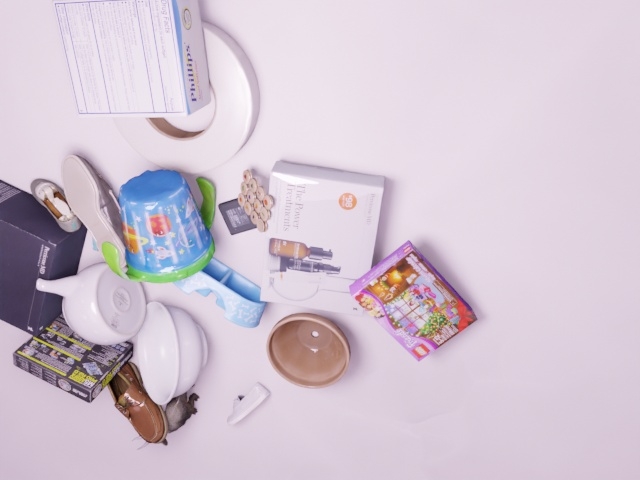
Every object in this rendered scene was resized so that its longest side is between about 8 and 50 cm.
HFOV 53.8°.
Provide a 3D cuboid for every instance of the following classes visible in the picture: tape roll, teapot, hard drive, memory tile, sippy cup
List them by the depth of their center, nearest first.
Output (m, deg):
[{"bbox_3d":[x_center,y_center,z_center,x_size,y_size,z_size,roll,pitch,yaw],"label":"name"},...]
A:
[{"bbox_3d":[-0.347,-0.361,1.586,0.392,0.072,0.392,5,116,10],"label":"tape roll"},{"bbox_3d":[-0.400,-0.049,1.593,0.240,0.305,0.224,-3,127,2],"label":"sippy cup"},{"bbox_3d":[-0.169,-0.101,1.614,0.148,0.012,0.113,50,137,34],"label":"memory tile"},{"bbox_3d":[-0.199,-0.074,1.709,0.135,0.022,0.094,-15,110,19],"label":"hard drive"},{"bbox_3d":[-0.633,0.189,1.794,0.187,0.252,0.256,-16,95,22],"label":"teapot"}]

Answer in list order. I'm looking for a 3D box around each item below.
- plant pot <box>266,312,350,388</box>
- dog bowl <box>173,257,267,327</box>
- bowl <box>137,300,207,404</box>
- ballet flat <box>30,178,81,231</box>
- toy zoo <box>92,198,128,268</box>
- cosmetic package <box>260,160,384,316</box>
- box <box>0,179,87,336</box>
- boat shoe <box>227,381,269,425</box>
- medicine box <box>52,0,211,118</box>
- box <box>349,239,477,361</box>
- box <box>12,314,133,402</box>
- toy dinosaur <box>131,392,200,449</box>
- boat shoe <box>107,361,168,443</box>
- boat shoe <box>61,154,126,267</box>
[{"bbox_3d":[-0.026,0.293,1.790,0.237,0.109,0.237,5,114,11],"label":"plant pot"},{"bbox_3d":[-0.277,0.127,1.749,0.297,0.166,0.074,34,105,-3],"label":"dog bowl"},{"bbox_3d":[-0.421,0.321,1.847,0.134,0.298,0.297,-1,124,-36],"label":"bowl"},{"bbox_3d":[-0.739,-0.113,1.758,0.213,0.072,0.068,45,154,16],"label":"ballet flat"},{"bbox_3d":[-0.536,-0.032,1.802,0.293,0.030,0.192,-24,107,22],"label":"toy zoo"},{"bbox_3d":[0.000,0.000,1.648,0.284,0.097,0.377,7,116,2],"label":"cosmetic package"},{"bbox_3d":[-0.888,0.050,1.839,0.313,0.179,0.343,26,117,2],"label":"box"},{"bbox_3d":[-0.238,0.508,1.966,0.063,0.066,0.184,49,118,5],"label":"boat shoe"},{"bbox_3d":[-0.425,-0.426,1.450,0.289,0.149,0.263,2,114,12],"label":"medicine box"},{"bbox_3d":[0.243,0.163,1.642,0.201,0.057,0.293,-39,114,14],"label":"box"},{"bbox_3d":[-0.740,0.344,1.902,0.270,0.216,0.060,23,128,8],"label":"box"},{"bbox_3d":[-0.446,0.533,1.969,0.121,0.160,0.313,36,118,-5],"label":"toy dinosaur"},{"bbox_3d":[-0.577,0.494,1.919,0.110,0.104,0.307,-50,58,6],"label":"boat shoe"},{"bbox_3d":[-0.602,-0.083,1.738,0.112,0.095,0.335,-18,102,23],"label":"boat shoe"}]
